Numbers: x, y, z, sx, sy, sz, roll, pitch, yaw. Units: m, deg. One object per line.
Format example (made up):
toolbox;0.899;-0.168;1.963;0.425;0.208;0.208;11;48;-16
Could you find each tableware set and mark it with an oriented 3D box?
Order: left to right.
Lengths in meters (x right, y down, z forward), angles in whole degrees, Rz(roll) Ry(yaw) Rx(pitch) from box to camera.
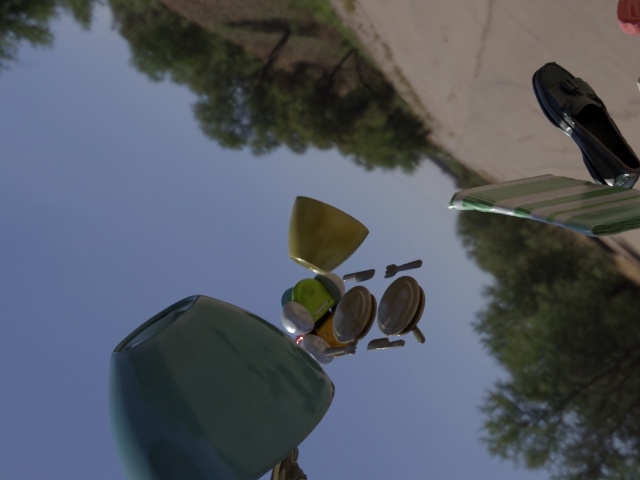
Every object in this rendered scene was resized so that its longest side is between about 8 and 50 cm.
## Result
tableware set;0.085;0.102;1.340;0.039;0.128;0.194;25;158;-28

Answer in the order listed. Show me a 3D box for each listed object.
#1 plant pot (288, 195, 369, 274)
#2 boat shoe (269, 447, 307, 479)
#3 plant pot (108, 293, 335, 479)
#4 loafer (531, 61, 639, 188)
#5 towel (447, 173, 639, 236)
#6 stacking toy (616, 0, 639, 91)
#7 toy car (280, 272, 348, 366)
plant pot;0.000;0.000;1.574;0.134;0.095;0.134;24;170;5
boat shoe;-0.057;0.461;1.792;0.073;0.080;0.223;3;-159;7
plant pot;-0.156;0.185;1.223;0.195;0.290;0.290;57;-174;-10
loafer;0.463;-0.205;1.639;0.267;0.096;0.084;59;163;14
towel;0.391;-0.056;1.527;0.248;0.038;0.325;-10;-164;-31
stacking toy;0.479;-0.218;1.006;0.130;0.309;0.279;56;-140;-33
toy car;-0.014;0.161;1.979;0.136;0.159;0.182;-9;118;50
